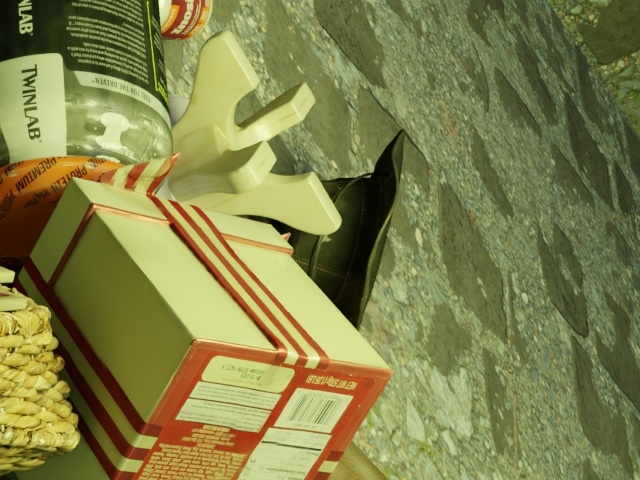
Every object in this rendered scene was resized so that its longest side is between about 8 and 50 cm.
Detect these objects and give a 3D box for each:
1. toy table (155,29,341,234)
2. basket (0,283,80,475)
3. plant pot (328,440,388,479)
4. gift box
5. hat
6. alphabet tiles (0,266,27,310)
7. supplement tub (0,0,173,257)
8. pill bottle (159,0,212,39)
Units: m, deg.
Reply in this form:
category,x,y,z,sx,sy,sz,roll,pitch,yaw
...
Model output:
category,x,y,z,sx,sy,sz,roll,pitch,yaw
toy table,-0.105,-0.088,1.717,0.252,0.161,0.274,54,27,-27
basket,-0.321,0.068,1.083,0.299,0.213,0.223,8,64,-63
plant pot,-0.031,0.261,1.566,0.230,0.215,0.215,60,22,15
gift box,-0.113,0.092,1.303,0.255,0.276,0.258,20,19,-45
hat,0.000,0.000,1.868,0.331,0.134,0.331,-165,-90,-86
alphabet tiles,-0.370,0.000,1.015,0.342,0.285,0.011,2,106,-64
supplement tub,-0.245,-0.154,1.430,0.207,0.207,0.338,33,41,-51
pill bottle,-0.193,-0.273,1.780,0.152,0.086,0.086,-13,82,-65
